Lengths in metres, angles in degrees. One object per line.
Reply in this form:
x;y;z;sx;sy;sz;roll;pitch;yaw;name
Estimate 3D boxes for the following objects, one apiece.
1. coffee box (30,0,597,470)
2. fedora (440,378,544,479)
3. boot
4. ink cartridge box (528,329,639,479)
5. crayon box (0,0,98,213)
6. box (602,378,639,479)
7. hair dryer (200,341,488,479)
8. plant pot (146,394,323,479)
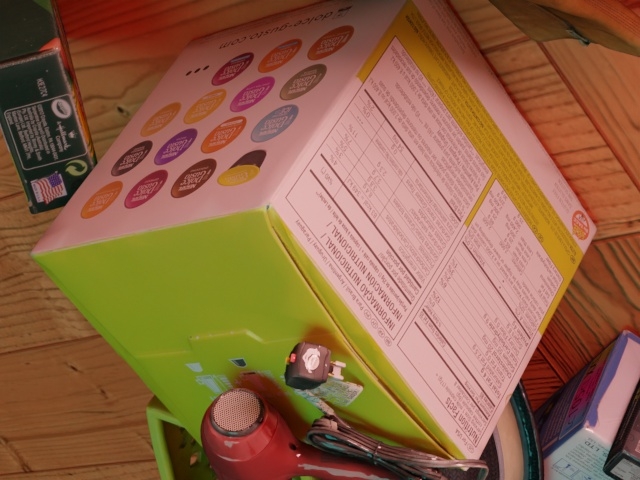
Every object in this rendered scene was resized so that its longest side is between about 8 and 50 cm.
0.000;0.000;1.625;0.337;0.334;0.338;-10;127;44;coffee box
0.094;0.203;1.834;0.334;0.152;0.334;35;134;47;fedora
0.190;-0.203;1.329;0.264;0.096;0.280;14;167;47;boot
0.337;0.304;1.892;0.270;0.151;0.395;34;143;-1;ink cartridge box
-0.304;-0.210;1.712;0.081;0.318;0.202;-16;138;-6;crayon box
0.423;0.212;1.690;0.232;0.183;0.059;30;145;2;box
-0.006;0.210;1.527;0.223;0.080;0.293;38;146;-12;hair dryer
-0.059;0.230;2.054;0.228;0.207;0.227;17;142;19;plant pot
